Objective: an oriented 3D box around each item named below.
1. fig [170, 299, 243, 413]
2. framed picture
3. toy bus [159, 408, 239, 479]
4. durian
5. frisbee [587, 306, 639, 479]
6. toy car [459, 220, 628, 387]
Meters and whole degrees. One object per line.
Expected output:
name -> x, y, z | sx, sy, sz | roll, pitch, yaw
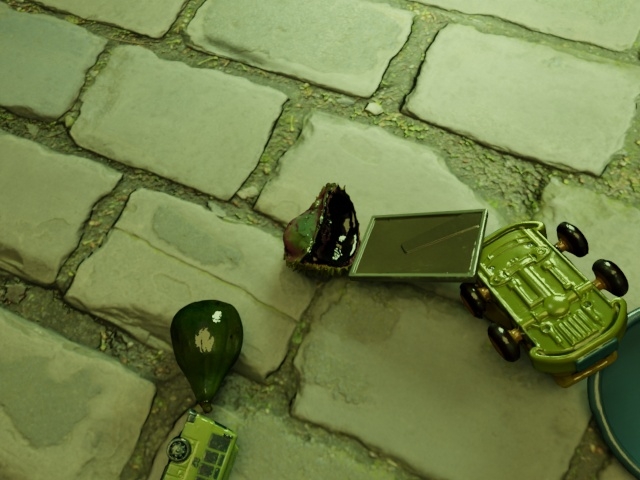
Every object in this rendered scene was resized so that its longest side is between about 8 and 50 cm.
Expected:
fig -> -0.176, 0.174, 0.880 | 0.117, 0.117, 0.177 | -10, 50, 3
framed picture -> 0.158, 0.008, 0.911 | 0.203, 0.015, 0.150 | -2, 44, 28
toy bus -> -0.187, 0.342, 0.821 | 0.101, 0.088, 0.175 | 22, 72, -5
durian -> -0.003, 0.000, 0.967 | 0.108, 0.119, 0.186 | -17, 44, 41
frisbee -> 0.530, 0.227, 0.807 | 0.290, 0.049, 0.289 | -4, 68, 9
toy car -> 0.330, 0.095, 0.841 | 0.200, 0.142, 0.248 | -29, 45, 5
